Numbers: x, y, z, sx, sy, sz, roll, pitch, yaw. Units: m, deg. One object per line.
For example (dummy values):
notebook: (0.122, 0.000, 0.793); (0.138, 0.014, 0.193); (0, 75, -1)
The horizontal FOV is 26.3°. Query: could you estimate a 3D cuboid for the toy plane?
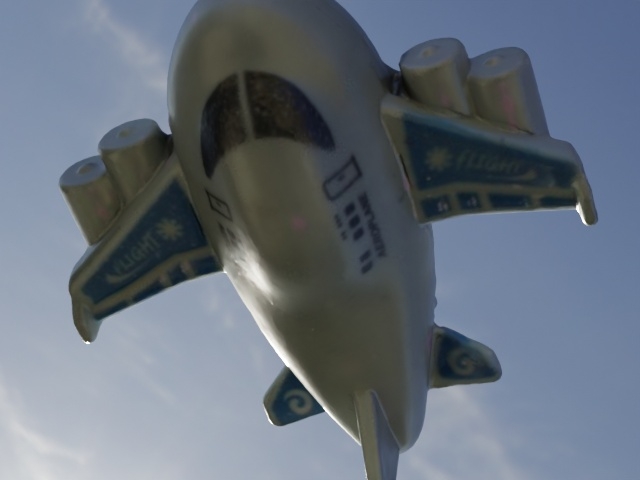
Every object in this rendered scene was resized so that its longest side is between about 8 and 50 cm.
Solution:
toy plane: (0.000, -0.003, 0.672); (0.267, 0.122, 0.267); (2, -63, 4)
